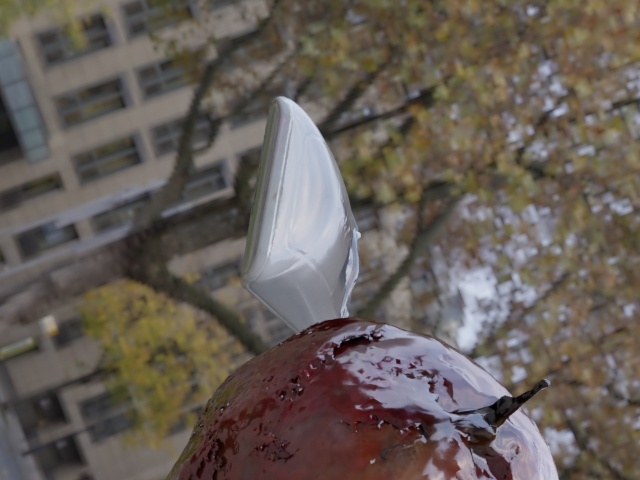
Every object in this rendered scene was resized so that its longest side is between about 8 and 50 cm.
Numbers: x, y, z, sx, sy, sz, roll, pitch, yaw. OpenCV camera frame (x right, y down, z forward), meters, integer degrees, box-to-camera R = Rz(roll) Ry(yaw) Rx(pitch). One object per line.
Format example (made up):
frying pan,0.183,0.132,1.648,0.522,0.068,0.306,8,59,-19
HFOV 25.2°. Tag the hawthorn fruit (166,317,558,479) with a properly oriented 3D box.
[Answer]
hawthorn fruit,0.025,0.110,0.638,0.181,0.181,0.235,65,-33,18

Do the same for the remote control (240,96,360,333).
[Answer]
remote control,0.000,0.000,0.949,0.313,0.055,0.109,56,41,-76
